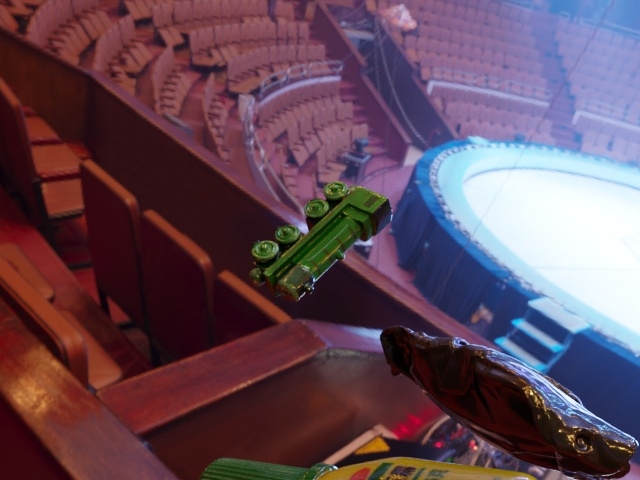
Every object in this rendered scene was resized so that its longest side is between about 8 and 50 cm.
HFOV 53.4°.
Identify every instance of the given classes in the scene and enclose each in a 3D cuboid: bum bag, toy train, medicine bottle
[{"bbox_3d":[0.174,0.154,0.628,0.142,0.080,0.326,45,-13,-20],"label":"bum bag"},{"bbox_3d":[0.000,0.000,1.012,0.119,0.085,0.251,27,58,34],"label":"toy train"},{"bbox_3d":[0.022,0.216,0.493,0.308,0.076,0.111,-8,33,38],"label":"medicine bottle"}]
